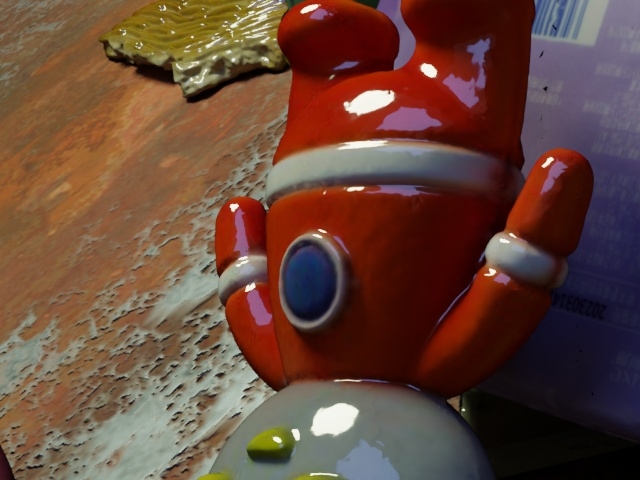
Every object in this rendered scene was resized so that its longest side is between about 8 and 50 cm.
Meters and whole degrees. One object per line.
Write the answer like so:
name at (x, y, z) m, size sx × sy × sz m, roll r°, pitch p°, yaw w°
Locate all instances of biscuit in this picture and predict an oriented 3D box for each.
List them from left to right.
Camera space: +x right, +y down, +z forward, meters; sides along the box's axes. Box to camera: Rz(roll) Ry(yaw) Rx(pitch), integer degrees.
biscuit at (-0.107, -0.176, 1.331) m, size 0.229 × 0.031 × 0.176 m, roll -8°, pitch 34°, yaw 28°

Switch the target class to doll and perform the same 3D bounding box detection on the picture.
doll at (0.011, 0.059, 0.611) m, size 0.200 × 0.105 × 0.336 m, roll -5°, pitch 73°, yaw 45°

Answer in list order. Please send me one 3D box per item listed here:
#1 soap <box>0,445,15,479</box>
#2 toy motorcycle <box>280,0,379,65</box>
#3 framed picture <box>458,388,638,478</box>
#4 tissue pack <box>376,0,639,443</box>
soap at (-0.261, 0.112, 0.830) m, size 0.127 × 0.220 × 0.325 m, roll -41°, pitch 9°, yaw -7°
toy motorcycle at (0.096, -0.161, 1.004) m, size 0.200 × 0.191 × 0.326 m, roll -27°, pitch 48°, yaw -15°
framed picture at (0.172, 0.008, 0.852) m, size 0.209 × 0.019 × 0.281 m, roll -16°, pitch 33°, yaw 20°
tissue pack at (0.178, -0.026, 0.673) m, size 0.338 × 0.160 × 0.242 m, roll 16°, pitch 89°, yaw 42°
